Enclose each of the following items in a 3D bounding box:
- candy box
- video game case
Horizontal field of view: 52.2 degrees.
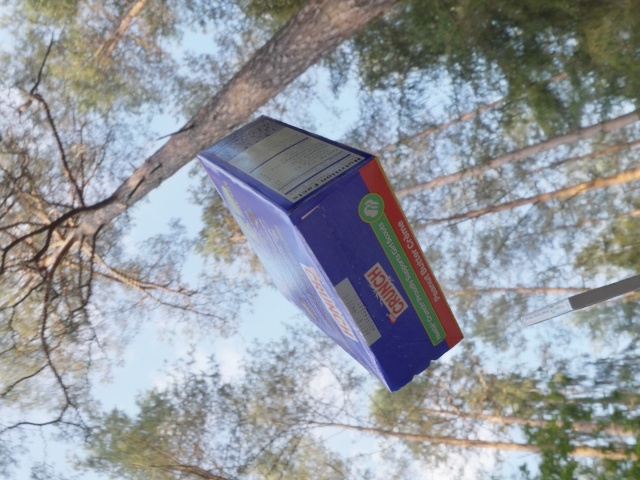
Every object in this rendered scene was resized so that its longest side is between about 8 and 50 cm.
[{"bbox_3d":[0.000,0.000,0.815,0.122,0.317,0.268,-35,-60,-12],"label":"candy box"},{"bbox_3d":[0.468,0.093,1.095,0.212,0.193,0.023,-16,-103,-9],"label":"video game case"}]
